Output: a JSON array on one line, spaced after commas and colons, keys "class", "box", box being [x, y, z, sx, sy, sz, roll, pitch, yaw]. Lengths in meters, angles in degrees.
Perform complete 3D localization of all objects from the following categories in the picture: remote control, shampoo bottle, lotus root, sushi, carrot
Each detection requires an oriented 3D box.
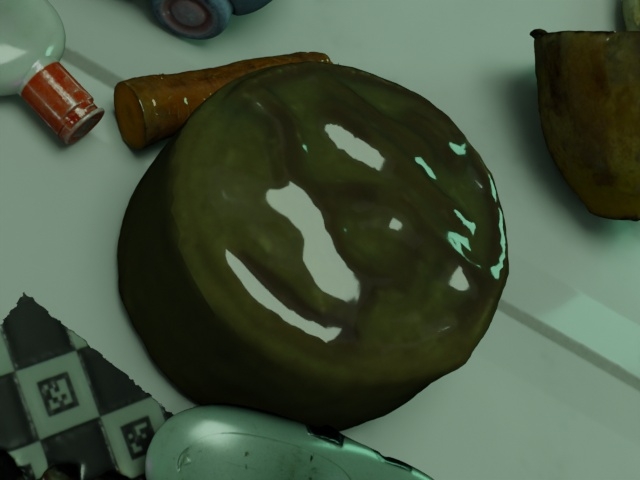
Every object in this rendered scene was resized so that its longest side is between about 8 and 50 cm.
[{"class": "remote control", "box": [-0.006, 0.180, 0.823, 0.256, 0.045, 0.098, 21, 87, -30]}, {"class": "shampoo bottle", "box": [-0.258, -0.167, 0.905, 0.221, 0.051, 0.108, 46, 51, 2]}, {"class": "lotus root", "box": [0.300, -0.110, 1.109, 0.199, 0.188, 0.180, -11, 101, -68]}, {"class": "sushi", "box": [-0.179, 0.192, 0.755, 0.219, 0.047, 0.231, 43, 52, -20]}, {"class": "carrot", "box": [-0.073, -0.133, 0.985, 0.224, 0.057, 0.057, -23, 77, -37]}]

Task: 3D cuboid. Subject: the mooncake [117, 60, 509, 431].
[{"class": "mooncake", "box": [0.000, 0.000, 0.887, 0.284, 0.155, 0.285, 12, 58, -20]}]

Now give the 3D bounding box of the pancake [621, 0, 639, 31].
[{"class": "pancake", "box": [0.499, -0.216, 1.297, 0.386, 0.082, 0.387, 9, 66, -21]}]

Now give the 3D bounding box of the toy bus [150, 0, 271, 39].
[{"class": "toy bus", "box": [-0.120, -0.331, 0.951, 0.294, 0.232, 0.197, 26, 56, -14]}]
